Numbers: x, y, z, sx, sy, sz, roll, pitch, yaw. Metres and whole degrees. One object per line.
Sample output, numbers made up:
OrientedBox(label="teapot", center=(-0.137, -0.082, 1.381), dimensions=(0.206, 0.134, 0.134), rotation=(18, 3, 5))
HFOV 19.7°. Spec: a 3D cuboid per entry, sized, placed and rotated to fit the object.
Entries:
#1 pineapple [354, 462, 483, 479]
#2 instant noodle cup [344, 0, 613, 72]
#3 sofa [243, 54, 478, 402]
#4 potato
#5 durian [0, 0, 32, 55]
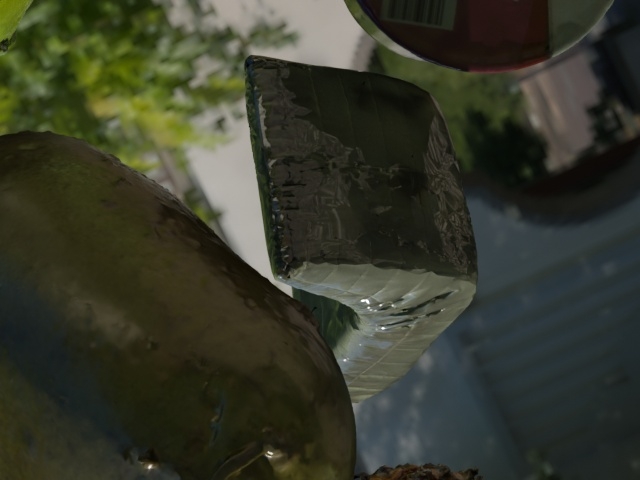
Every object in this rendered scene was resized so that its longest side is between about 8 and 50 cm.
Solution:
OrientedBox(label="pineapple", center=(0.150, 0.334, 1.775), dimensions=(0.262, 0.262, 0.272), rotation=(63, 155, -7))
OrientedBox(label="instant noodle cup", center=(0.111, -0.240, 1.459), dimensions=(0.235, 0.235, 0.178), rotation=(64, 173, -3))
OrientedBox(label="sofa", center=(0.000, 0.000, 1.467), dimensions=(0.225, 0.176, 0.210), rotation=(128, 139, -52))
OrientedBox(label="potato", center=(-0.119, 0.090, 1.089), dimensions=(0.359, 0.219, 0.269), rotation=(36, 156, 41))
OrientedBox(label="durian", center=(-0.280, -0.211, 1.479), dimensions=(0.101, 0.139, 0.250), rotation=(27, -166, -2))
